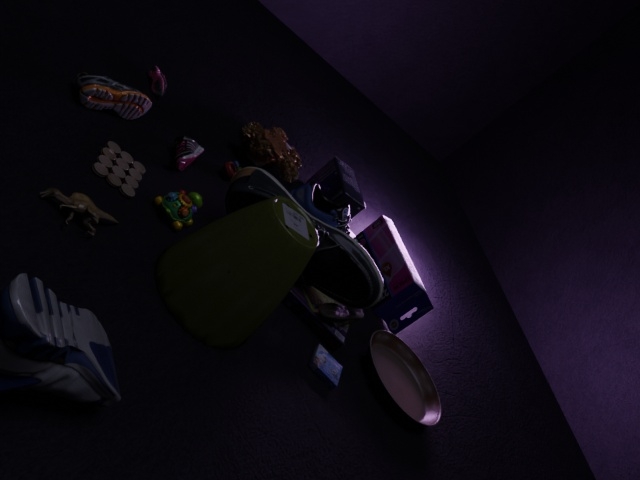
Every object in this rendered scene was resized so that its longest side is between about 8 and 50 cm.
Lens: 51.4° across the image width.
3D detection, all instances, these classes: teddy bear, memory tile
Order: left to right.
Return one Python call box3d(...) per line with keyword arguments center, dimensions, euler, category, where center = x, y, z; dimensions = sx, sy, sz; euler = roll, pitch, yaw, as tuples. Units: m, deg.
box3d(center=(-0.464, -0.165, 1.537), dimensions=(0.113, 0.012, 0.148), euler=(40, 26, -23), category="memory tile")
box3d(center=(-0.165, -0.292, 2.187), dimensions=(0.245, 0.113, 0.338), euler=(53, 14, -15), category="teddy bear")

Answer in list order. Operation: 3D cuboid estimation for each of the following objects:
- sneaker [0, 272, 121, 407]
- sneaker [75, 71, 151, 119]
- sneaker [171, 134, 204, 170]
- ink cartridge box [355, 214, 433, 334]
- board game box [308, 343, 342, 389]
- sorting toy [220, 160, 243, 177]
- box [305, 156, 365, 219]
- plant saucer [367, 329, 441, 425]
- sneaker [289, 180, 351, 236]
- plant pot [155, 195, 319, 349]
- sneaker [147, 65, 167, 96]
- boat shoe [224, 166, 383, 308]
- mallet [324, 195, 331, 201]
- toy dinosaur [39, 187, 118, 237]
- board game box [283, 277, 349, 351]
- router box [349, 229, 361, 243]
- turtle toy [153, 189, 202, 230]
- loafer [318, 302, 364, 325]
box3d(center=(-0.433, 0.167, 0.966), dimensions=(0.315, 0.182, 0.127), euler=(70, -2, -59), category="sneaker")
box3d(center=(-0.513, -0.366, 1.662), dimensions=(0.215, 0.084, 0.083), euler=(9, 42, -56), category="sneaker")
box3d(center=(-0.365, -0.238, 1.766), dimensions=(0.075, 0.063, 0.170), euler=(47, 18, -11), category="sneaker")
box3d(center=(0.217, 0.110, 2.168), dimensions=(0.069, 0.176, 0.370), euler=(23, 36, -48), category="ink cartridge box")
box3d(center=(0.014, 0.318, 1.684), dimensions=(0.090, 0.020, 0.090), euler=(47, 22, -10), category="board game box")
box3d(center=(-0.258, -0.199, 1.942), dimensions=(0.102, 0.042, 0.061), euler=(36, 40, -58), category="sorting toy")
box3d(center=(0.050, -0.158, 2.289), dimensions=(0.108, 0.153, 0.207), euler=(33, 28, -35), category="box")
box3d(center=(0.233, 0.403, 1.924), dimensions=(0.311, 0.050, 0.310), euler=(41, 24, -23), category="plant saucer")
box3d(center=(0.035, -0.024, 1.865), dimensions=(0.330, 0.147, 0.130), euler=(52, 28, -2), category="sneaker")
box3d(center=(-0.155, 0.042, 1.436), dimensions=(0.275, 0.293, 0.274), euler=(40, 25, -23), category="plant pot")
box3d(center=(-0.464, -0.456, 1.939), dimensions=(0.057, 0.047, 0.119), euler=(40, 24, -52), category="sneaker")
box3d(center=(-0.050, 0.012, 1.714), dimensions=(0.500, 0.187, 0.156), euler=(42, 25, -5), category="boat shoe")
box3d(center=(0.002, -0.082, 2.038), dimensions=(0.062, 0.039, 0.189), euler=(47, 27, -5), category="mallet")
box3d(center=(-0.463, -0.057, 1.327), dimensions=(0.183, 0.053, 0.092), euler=(27, 31, -43), category="toy dinosaur")
box3d(center=(-0.050, 0.125, 1.826), dimensions=(0.347, 0.056, 0.208), euler=(47, 27, -10), category="board game box")
box3d(center=(0.000, 0.000, 2.054), dimensions=(0.243, 0.081, 0.309), euler=(46, 23, -10), category="router box")
box3d(center=(-0.331, -0.083, 1.590), dimensions=(0.095, 0.066, 0.130), euler=(52, 23, 2), category="turtle toy")
box3d(center=(0.051, 0.203, 1.781), dimensions=(0.148, 0.050, 0.056), euler=(11, 40, -35), category="loafer")
